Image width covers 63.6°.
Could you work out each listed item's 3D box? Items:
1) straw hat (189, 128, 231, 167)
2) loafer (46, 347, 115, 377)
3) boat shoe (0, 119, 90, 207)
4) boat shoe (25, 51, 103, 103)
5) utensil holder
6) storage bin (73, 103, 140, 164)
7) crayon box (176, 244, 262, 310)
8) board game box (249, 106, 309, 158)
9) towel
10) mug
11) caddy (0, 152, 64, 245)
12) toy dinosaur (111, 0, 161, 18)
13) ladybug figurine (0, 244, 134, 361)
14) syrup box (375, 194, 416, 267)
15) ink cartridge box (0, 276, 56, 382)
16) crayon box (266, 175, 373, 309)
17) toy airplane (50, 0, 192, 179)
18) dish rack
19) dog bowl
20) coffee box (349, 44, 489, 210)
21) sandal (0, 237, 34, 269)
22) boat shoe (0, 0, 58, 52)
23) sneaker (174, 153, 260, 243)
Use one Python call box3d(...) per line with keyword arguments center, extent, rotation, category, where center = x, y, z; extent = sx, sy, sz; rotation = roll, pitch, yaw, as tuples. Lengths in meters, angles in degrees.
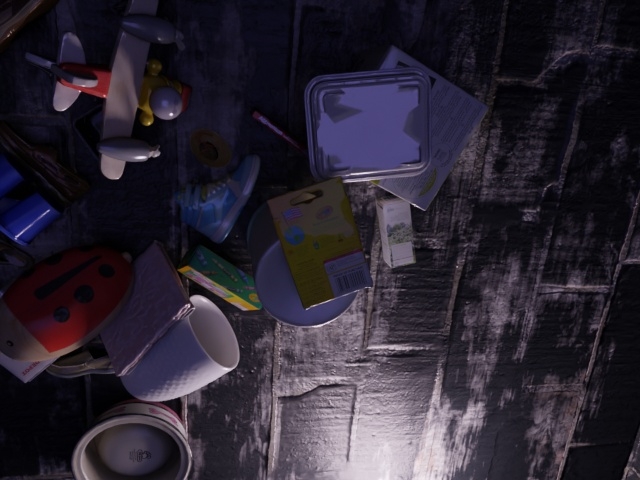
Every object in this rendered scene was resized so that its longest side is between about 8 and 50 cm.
box3d(center=(-0.353, -0.273, 1.613), extent=(0.145, 0.144, 0.061), rotation=(33, 139, -18), category="straw hat")
box3d(center=(-0.804, 0.409, 1.774), extent=(0.251, 0.094, 0.087), rotation=(-1, 104, -18), category="loafer")
box3d(center=(-0.822, -0.244, 1.534), extent=(0.104, 0.111, 0.307), rotation=(-40, 119, -5), category="boat shoe")
box3d(center=(-0.732, -0.462, 1.485), extent=(0.229, 0.080, 0.076), rotation=(20, 103, -23), category="boat shoe")
box3d(center=(-0.063, 0.049, 1.606), extent=(0.328, 0.385, 0.327), rotation=(-3, 110, -8), category="utensil holder")
box3d(center=(-0.630, -0.310, 1.547), extent=(0.122, 0.084, 0.180), rotation=(-30, 110, 2), category="storage bin")
box3d(center=(-0.320, 0.128, 1.700), extent=(0.279, 0.165, 0.081), rotation=(35, 68, -19), category="crayon box")
box3d(center=(-0.094, -0.315, 1.601), extent=(0.281, 0.145, 0.027), rotation=(34, 98, -19), category="board game box")
box3d(center=(-0.570, 0.209, 1.640), extent=(0.332, 0.317, 0.053), rotation=(-45, 144, 7), category="towel")
box3d(center=(-0.507, 0.337, 1.720), extent=(0.328, 0.276, 0.374), rotation=(-31, 82, 10), category="mug")
box3d(center=(-0.877, -0.108, 1.456), extent=(0.179, 0.341, 0.241), rotation=(-43, 111, -12), category="caddy")
box3d(center=(-0.491, -0.710, 1.402), extent=(0.322, 0.164, 0.218), rotation=(6, 92, 11), category="toy dinosaur")
box3d(center=(-0.772, 0.163, 1.555), extent=(0.305, 0.161, 0.449), rotation=(40, 64, 16), category="ladybug figurine")
box3d(center=(0.260, -0.035, 1.784), extent=(0.093, 0.096, 0.236), rotation=(-13, 110, -7), category="syrup box")
box3d(center=(-0.978, 0.293, 1.682), extent=(0.201, 0.117, 0.278), rotation=(-39, 110, 5), category="ink cartridge box")
box3d(center=(0.000, 0.000, 1.350), extent=(0.202, 0.081, 0.318), rotation=(-18, 111, -3), category="crayon box")
box3d(center=(-0.490, -0.397, 1.350), extent=(0.273, 0.386, 0.384), rotation=(26, 63, 19), category="toy airplane")
box3d(center=(0.133, -0.288, 1.330), extent=(0.333, 0.072, 0.285), rotation=(-6, 110, -4), category="dish rack")
box3d(center=(-0.673, 0.759, 1.881), extent=(0.409, 0.150, 0.407), rotation=(-3, 109, -9), category="dog bowl")
box3d(center=(0.217, -0.337, 1.541), extent=(0.335, 0.337, 0.338), rotation=(26, 103, -16), category="coffee box")
box3d(center=(-1.000, 0.041, 1.627), extent=(0.180, 0.049, 0.072), rotation=(30, 102, -18), category="sandal")
box3d(center=(-0.829, -0.635, 1.384), extent=(0.342, 0.123, 0.123), rotation=(-36, 112, 11), category="boat shoe")
box3d(center=(-0.336, -0.161, 1.626), extent=(0.208, 0.127, 0.318), rotation=(26, 102, -18), category="sneaker")
